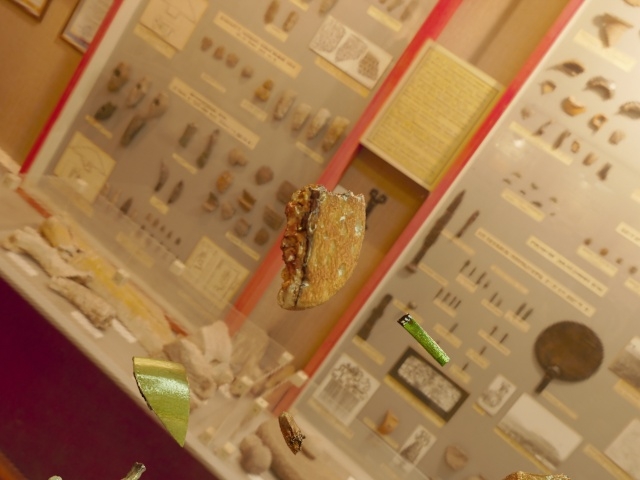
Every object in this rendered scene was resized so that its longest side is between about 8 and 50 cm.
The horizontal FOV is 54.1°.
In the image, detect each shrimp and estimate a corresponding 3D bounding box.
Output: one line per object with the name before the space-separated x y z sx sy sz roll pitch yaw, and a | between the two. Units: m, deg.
shrimp | -0.063 0.448 1.428 0.190 0.042 0.101 169 -96 -77

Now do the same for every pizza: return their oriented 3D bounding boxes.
pizza | 0.000 0.000 1.512 0.114 0.409 0.277 -4 -46 35

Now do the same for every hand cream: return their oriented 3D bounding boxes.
hand cream | 0.201 0.191 1.210 0.036 0.023 0.122 -32 72 -36

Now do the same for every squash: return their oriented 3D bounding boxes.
squash | -0.417 0.379 1.590 0.155 0.204 0.237 5 27 -26

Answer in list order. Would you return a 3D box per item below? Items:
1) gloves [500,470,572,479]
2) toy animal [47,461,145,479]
gloves | 0.440 0.627 1.403 0.356 0.203 0.155 -7 26 -37
toy animal | -0.393 0.501 1.192 0.255 0.170 0.090 35 -24 -7
